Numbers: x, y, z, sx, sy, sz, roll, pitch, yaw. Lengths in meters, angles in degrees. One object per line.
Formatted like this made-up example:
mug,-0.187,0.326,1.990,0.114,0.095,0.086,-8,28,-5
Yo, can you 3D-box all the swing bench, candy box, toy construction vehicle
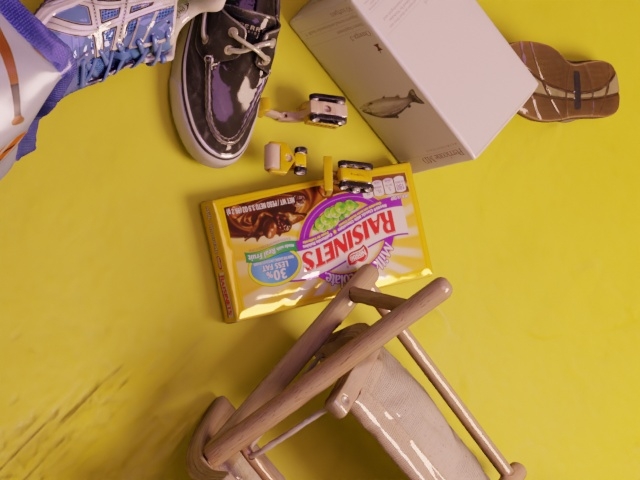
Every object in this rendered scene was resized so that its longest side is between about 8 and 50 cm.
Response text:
swing bench,0.050,0.197,1.519,0.255,0.165,0.253,-42,107,-15
candy box,0.000,0.000,1.592,0.206,0.027,0.105,-13,93,-32
toy construction vehicle,-0.007,-0.079,1.581,0.098,0.035,0.086,4,70,-23

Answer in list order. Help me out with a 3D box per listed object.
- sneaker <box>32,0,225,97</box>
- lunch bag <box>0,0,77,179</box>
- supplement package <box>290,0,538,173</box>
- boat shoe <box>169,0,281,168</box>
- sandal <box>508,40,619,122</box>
sneaker,-0.160,-0.168,1.465,0.081,0.080,0.211,36,65,18
lunch bag,-0.414,-0.127,1.235,0.385,0.239,0.328,46,63,-1
supplement package,0.082,-0.161,1.617,0.179,0.105,0.105,50,62,-16
boat shoe,-0.073,-0.171,1.541,0.078,0.070,0.219,9,79,-31
sandal,0.213,-0.143,1.736,0.180,0.049,0.072,1,89,-47
